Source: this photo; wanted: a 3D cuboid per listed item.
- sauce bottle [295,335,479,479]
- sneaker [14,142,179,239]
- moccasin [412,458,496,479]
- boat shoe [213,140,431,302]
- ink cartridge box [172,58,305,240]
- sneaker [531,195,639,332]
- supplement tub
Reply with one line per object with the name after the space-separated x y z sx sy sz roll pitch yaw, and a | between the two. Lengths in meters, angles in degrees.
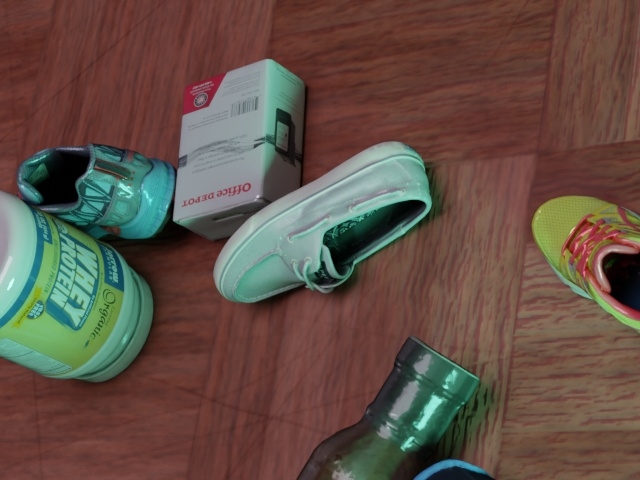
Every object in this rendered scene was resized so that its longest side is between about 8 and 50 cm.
0.014 0.242 1.500 0.111 0.111 0.344 34 92 43 | sauce bottle
-0.257 -0.056 1.839 0.262 0.125 0.104 -14 58 48 | sneaker
0.048 0.331 1.413 0.117 0.138 0.342 29 89 39 | moccasin
0.001 0.000 1.651 0.227 0.079 0.081 -34 47 17 | boat shoe
-0.077 -0.085 1.766 0.109 0.063 0.150 -14 62 34 | ink cartridge box
0.233 0.015 1.447 0.208 0.094 0.081 38 96 45 | sneaker
-0.270 0.049 1.762 0.144 0.199 0.144 -17 60 32 | supplement tub
